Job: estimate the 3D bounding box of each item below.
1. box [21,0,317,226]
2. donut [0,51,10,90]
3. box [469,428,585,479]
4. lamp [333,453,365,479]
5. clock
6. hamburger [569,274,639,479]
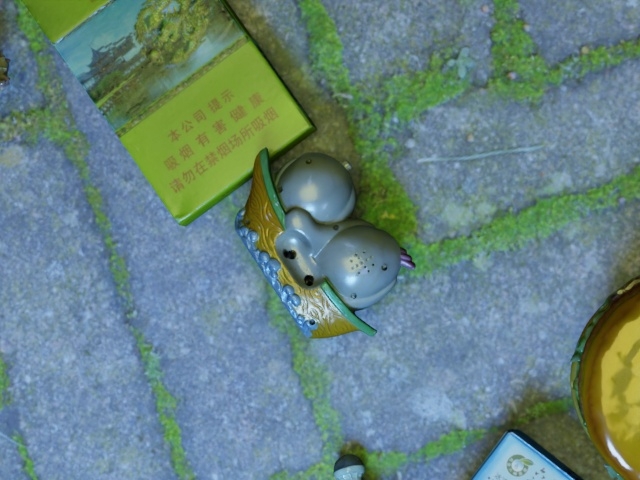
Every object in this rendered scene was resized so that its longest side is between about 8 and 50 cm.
[{"bbox_3d":[-0.173,-0.203,2.037,0.187,0.047,0.335,-36,81,7],"label":"box"},{"bbox_3d":[-0.404,-0.272,2.043,0.199,0.085,0.232,23,108,30],"label":"donut"},{"bbox_3d":[0.248,0.320,1.919,0.232,0.083,0.142,37,94,11],"label":"box"},{"bbox_3d":[0.044,0.305,1.961,0.091,0.091,0.163,-17,71,9],"label":"lamp"},{"bbox_3d":[0.000,0.000,1.967,0.144,0.103,0.231,-34,88,-2],"label":"clock"},{"bbox_3d":[0.367,0.146,1.861,0.246,0.170,0.246,0,94,-1],"label":"hamburger"}]
